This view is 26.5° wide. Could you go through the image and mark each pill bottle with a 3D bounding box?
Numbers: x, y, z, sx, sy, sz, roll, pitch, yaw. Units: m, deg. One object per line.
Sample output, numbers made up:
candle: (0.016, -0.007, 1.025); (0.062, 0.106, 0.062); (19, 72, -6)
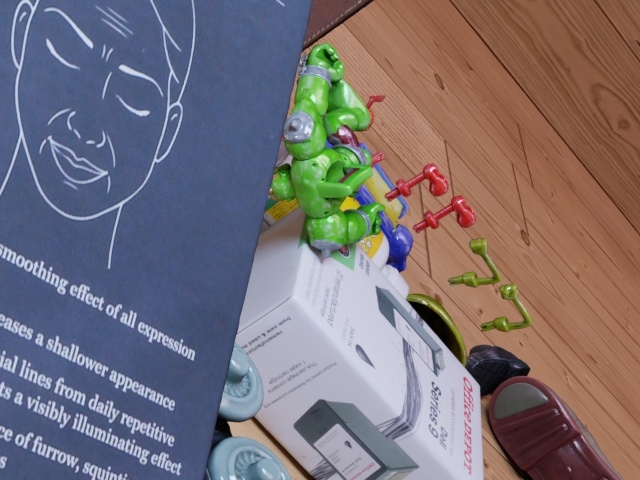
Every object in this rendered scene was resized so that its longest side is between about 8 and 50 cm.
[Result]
pill bottle: (0.000, 0.000, 1.464); (0.208, 0.117, 0.117); (50, 22, -16)

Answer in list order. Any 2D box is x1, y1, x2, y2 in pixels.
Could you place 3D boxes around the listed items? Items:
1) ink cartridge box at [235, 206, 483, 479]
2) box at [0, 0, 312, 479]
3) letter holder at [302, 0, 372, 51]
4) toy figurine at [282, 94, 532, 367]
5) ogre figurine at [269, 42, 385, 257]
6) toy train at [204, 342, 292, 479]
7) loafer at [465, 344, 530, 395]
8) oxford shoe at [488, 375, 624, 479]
ink cartridge box: (0.032, 0.131, 1.338); (0.289, 0.121, 0.211); (48, 22, -19)
box: (-0.199, -0.043, 0.748); (0.293, 0.212, 0.396); (36, 59, -44)
letter holder: (-0.114, -0.254, 1.320); (0.214, 0.302, 0.152); (51, 22, -13)
toy figurine: (0.090, -0.033, 1.630); (0.362, 0.191, 0.217); (51, 17, -18)
ogre figurine: (0.008, -0.073, 1.273); (0.118, 0.096, 0.197); (-54, 155, -54)
toy train: (-0.142, 0.118, 0.976); (0.190, 0.142, 0.334); (14, 46, -47)
loafer: (0.219, 0.167, 1.806); (0.061, 0.062, 0.170); (42, 10, 26)
oxford shoe: (0.347, 0.328, 1.758); (0.348, 0.123, 0.130); (64, 17, 14)
